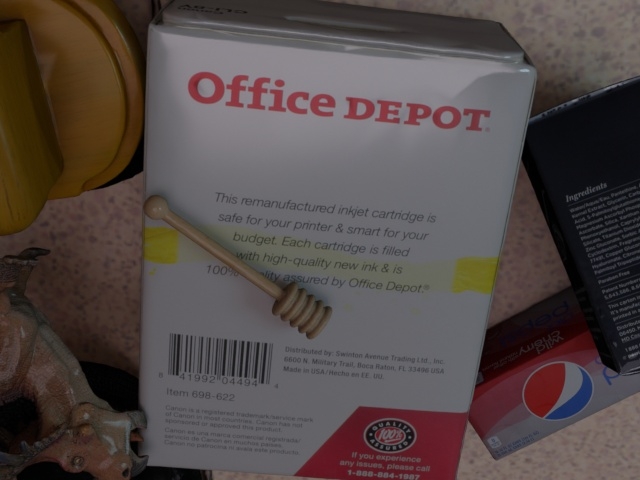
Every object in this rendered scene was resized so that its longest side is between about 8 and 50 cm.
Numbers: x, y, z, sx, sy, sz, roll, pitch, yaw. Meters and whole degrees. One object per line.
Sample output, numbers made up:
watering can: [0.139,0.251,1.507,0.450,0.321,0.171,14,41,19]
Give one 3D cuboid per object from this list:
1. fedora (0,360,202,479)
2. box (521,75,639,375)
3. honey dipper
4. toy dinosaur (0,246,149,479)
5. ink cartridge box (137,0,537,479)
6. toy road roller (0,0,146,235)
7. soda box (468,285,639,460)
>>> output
fedora: [-0.262,0.277,0.898,0.153,0.334,0.334,-3,120,38]
box: [0.245,-0.008,0.747,0.108,0.153,0.207,-21,82,10]
honey dipper: [-0.063,0.018,0.692,0.161,0.030,0.030,35,110,-12]
toy dinosaur: [-0.291,0.101,0.752,0.296,0.127,0.200,8,91,18]
ink cartridge box: [0.000,0.000,0.788,0.279,0.160,0.384,6,115,-2]
toy road roller: [-0.293,-0.105,0.693,0.330,0.240,0.202,-7,114,3]
soda box: [0.254,0.099,0.880,0.263,0.083,0.092,-30,112,13]
